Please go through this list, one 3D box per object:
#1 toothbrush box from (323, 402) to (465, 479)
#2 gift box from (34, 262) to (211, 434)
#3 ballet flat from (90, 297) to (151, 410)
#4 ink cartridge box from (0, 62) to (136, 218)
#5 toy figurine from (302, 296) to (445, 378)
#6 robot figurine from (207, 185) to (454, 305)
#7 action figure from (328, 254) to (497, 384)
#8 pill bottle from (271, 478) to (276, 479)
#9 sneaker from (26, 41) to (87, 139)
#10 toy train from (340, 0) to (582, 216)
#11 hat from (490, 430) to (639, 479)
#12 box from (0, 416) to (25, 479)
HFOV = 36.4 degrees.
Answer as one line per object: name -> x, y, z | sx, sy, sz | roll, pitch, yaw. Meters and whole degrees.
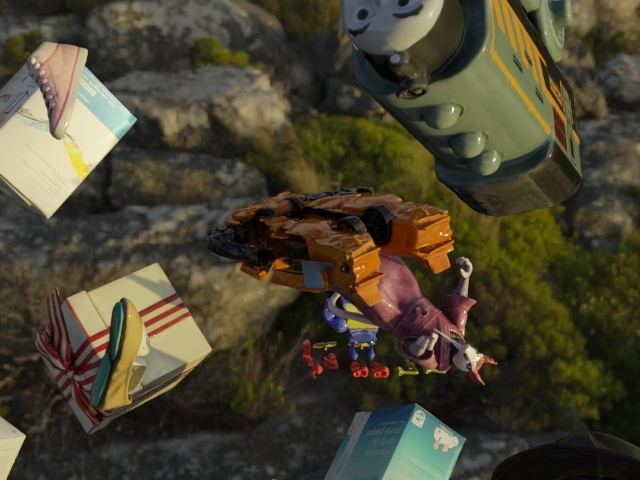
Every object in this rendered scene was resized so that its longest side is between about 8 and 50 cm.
toothbrush box -> 0.098, 0.449, 1.703 | 0.126, 0.216, 0.295 | 36, 64, -16
gift box -> -0.406, 0.203, 1.932 | 0.258, 0.276, 0.255 | -26, 73, -40
ballet flat -> -0.304, 0.176, 1.522 | 0.073, 0.232, 0.080 | 4, 42, -25
ink cartridge box -> -0.477, -0.186, 1.669 | 0.232, 0.168, 0.171 | -52, 34, -15
toy figurine -> 0.135, 0.203, 2.411 | 0.363, 0.217, 0.191 | -1, 18, -1
robot figurine -> 0.000, 0.000, 1.118 | 0.211, 0.085, 0.291 | -22, 18, -33
action figure -> 0.168, 0.161, 1.874 | 0.370, 0.275, 0.248 | 43, 47, 16
pill bottle -> -0.079, 0.405, 1.225 | 0.108, 0.108, 0.193 | 26, 77, 31
sneaker -> -0.337, -0.190, 1.211 | 0.070, 0.051, 0.134 | 15, 63, -19
toy train -> 0.109, -0.146, 0.726 | 0.142, 0.190, 0.334 | -12, -22, 24
hat -> 0.416, 0.367, 1.418 | 0.331, 0.331, 0.134 | 15, 40, 15
box -> -0.543, 0.346, 1.445 | 0.091, 0.170, 0.130 | 28, 6, 23
